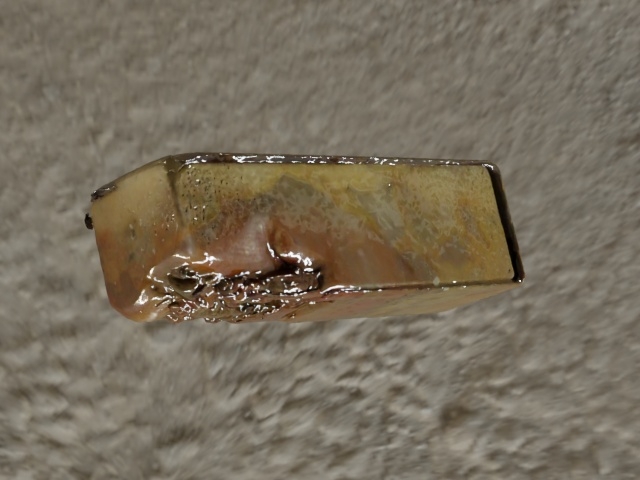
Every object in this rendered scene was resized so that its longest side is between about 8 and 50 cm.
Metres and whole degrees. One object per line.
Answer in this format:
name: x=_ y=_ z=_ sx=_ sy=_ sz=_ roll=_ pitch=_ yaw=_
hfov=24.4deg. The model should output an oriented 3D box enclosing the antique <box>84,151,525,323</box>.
antique: x=0.000 y=0.000 z=0.965 sx=0.310 sy=0.087 sz=0.093 roll=-1 pitch=75 yaw=-45
